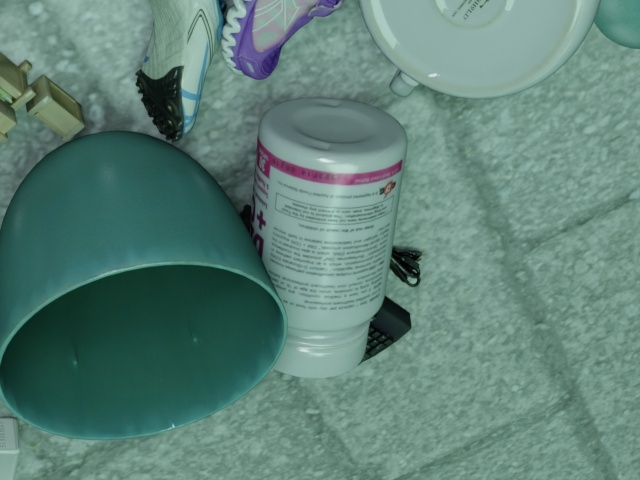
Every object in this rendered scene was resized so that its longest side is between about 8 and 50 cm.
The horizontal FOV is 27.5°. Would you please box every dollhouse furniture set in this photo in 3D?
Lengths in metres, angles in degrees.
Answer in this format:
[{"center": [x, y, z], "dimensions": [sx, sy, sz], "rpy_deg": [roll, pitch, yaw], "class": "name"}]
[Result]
[{"center": [-0.322, -0.109, 1.264], "dimensions": [0.101, 0.161, 0.182], "rpy_deg": [-37, 131, 14], "class": "dollhouse furniture set"}]

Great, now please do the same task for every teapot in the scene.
[{"center": [0.161, -0.270, 1.287], "dimensions": [0.256, 0.187, 0.252], "rpy_deg": [-6, 117, 21], "class": "teapot"}]

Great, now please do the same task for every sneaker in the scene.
[{"center": [-0.025, -0.240, 1.263], "dimensions": [0.105, 0.095, 0.236], "rpy_deg": [24, 137, 4], "class": "sneaker"}, {"center": [-0.133, -0.196, 1.314], "dimensions": [0.086, 0.085, 0.237], "rpy_deg": [-27, 147, -33], "class": "sneaker"}]

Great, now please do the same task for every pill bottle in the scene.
[{"center": [0.000, 0.000, 1.443], "dimensions": [0.160, 0.160, 0.283], "rpy_deg": [-3, 120, -17], "class": "pill bottle"}]

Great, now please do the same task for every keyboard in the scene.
[{"center": [0.005, 0.048, 1.606], "dimensions": [0.201, 0.033, 0.317], "rpy_deg": [-42, 131, 18], "class": "keyboard"}]

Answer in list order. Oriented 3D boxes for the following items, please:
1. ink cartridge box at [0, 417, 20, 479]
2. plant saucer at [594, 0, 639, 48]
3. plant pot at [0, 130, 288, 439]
[{"center": [-0.545, 0.330, 1.637], "dimensions": [0.296, 0.066, 0.261], "rpy_deg": [4, 127, -22], "class": "ink cartridge box"}, {"center": [0.394, -0.285, 1.444], "dimensions": [0.195, 0.037, 0.195], "rpy_deg": [-9, 132, -10], "class": "plant saucer"}, {"center": [-0.205, 0.030, 1.361], "dimensions": [0.293, 0.235, 0.293], "rpy_deg": [-13, 142, -10], "class": "plant pot"}]
